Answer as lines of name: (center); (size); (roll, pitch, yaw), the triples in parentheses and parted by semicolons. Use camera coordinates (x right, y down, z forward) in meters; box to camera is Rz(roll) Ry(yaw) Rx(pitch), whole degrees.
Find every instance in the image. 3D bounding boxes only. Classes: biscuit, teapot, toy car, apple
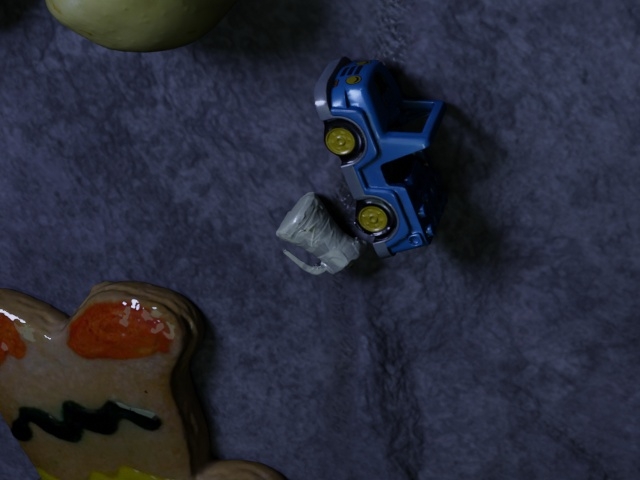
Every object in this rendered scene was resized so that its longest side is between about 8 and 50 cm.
biscuit: (-0.230, 0.228, 1.712); (0.368, 0.076, 0.394); (-4, 119, 24)
teapot: (0.000, 0.000, 1.489); (0.083, 0.057, 0.067); (38, 91, -13)
toy car: (0.070, -0.080, 1.386); (0.100, 0.097, 0.191); (-14, 115, 23)
apple: (-0.158, -0.254, 1.315); (0.200, 0.200, 0.200); (10, 124, 15)
